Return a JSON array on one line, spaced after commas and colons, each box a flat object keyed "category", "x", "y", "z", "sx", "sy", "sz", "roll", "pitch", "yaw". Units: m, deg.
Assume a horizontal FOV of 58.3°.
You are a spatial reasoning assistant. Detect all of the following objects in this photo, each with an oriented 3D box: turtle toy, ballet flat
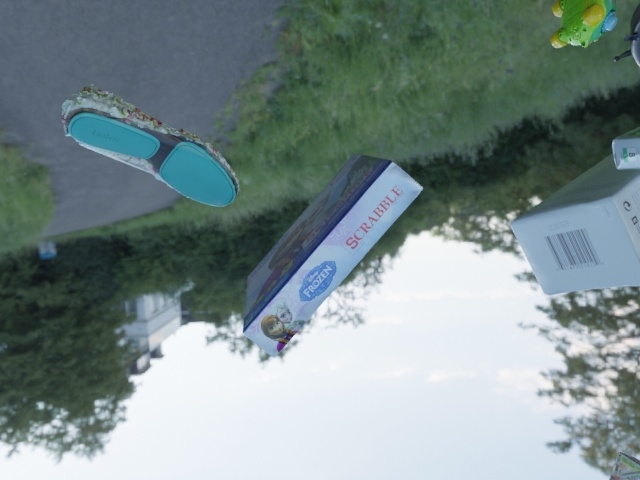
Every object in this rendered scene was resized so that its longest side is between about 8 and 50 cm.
[{"category": "turtle toy", "x": 0.383, "y": -0.335, "z": 0.814, "sx": 0.066, "sy": 0.130, "sz": 0.095, "roll": 8, "pitch": 172, "yaw": -13}, {"category": "ballet flat", "x": -0.203, "y": -0.125, "z": 0.725, "sx": 0.241, "sy": 0.077, "sz": 0.091, "roll": 29, "pitch": 123, "yaw": -37}]

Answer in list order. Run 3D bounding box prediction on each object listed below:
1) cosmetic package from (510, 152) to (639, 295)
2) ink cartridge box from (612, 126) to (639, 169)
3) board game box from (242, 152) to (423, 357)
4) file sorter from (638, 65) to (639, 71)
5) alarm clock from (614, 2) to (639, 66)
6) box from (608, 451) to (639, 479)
[{"category": "cosmetic package", "x": 0.552, "y": -0.065, "z": 1.006, "sx": 0.385, "sy": 0.156, "sz": 0.217, "roll": -28, "pitch": -176, "yaw": -26}, {"category": "ink cartridge box", "x": 0.556, "y": -0.148, "z": 0.783, "sx": 0.181, "sy": 0.056, "sz": 0.224, "roll": -24, "pitch": -165, "yaw": -24}, {"category": "board game box", "x": 0.000, "y": 0.000, "z": 0.939, "sx": 0.066, "sy": 0.319, "sz": 0.318, "roll": 40, "pitch": -177, "yaw": -11}, {"category": "file sorter", "x": 0.800, "y": -0.384, "z": 1.114, "sx": 0.182, "sy": 0.202, "sz": 0.291, "roll": 17, "pitch": 143, "yaw": -7}, {"category": "alarm clock", "x": 0.510, "y": -0.281, "z": 0.769, "sx": 0.192, "sy": 0.129, "sz": 0.064, "roll": 6, "pitch": -132, "yaw": 18}, {"category": "box", "x": 0.558, "y": 0.452, "z": 1.002, "sx": 0.036, "sy": 0.114, "sz": 0.207, "roll": 21, "pitch": 176, "yaw": 10}]
